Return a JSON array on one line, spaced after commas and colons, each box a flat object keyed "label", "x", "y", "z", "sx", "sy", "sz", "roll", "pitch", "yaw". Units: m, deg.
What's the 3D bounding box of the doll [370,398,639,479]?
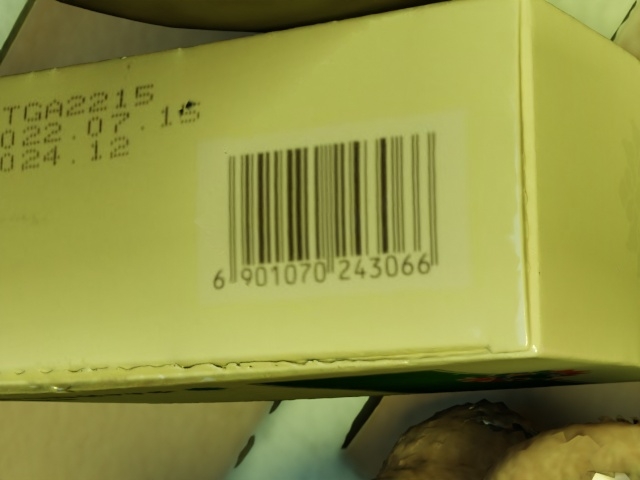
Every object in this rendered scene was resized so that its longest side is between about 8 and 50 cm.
[{"label": "doll", "x": 0.095, "y": 0.092, "z": 0.478, "sx": 0.303, "sy": 0.201, "sz": 0.156, "roll": -29, "pitch": 38, "yaw": 21}]

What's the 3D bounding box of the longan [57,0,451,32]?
[{"label": "longan", "x": -0.020, "y": -0.190, "z": 0.457, "sx": 0.297, "sy": 0.297, "sz": 0.297, "roll": -1, "pitch": 88, "yaw": 30}]

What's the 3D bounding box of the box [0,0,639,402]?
[{"label": "box", "x": 0.000, "y": 0.000, "z": 0.511, "sx": 0.212, "sy": 0.168, "sz": 0.095, "roll": -6, "pitch": 83, "yaw": 30}]
